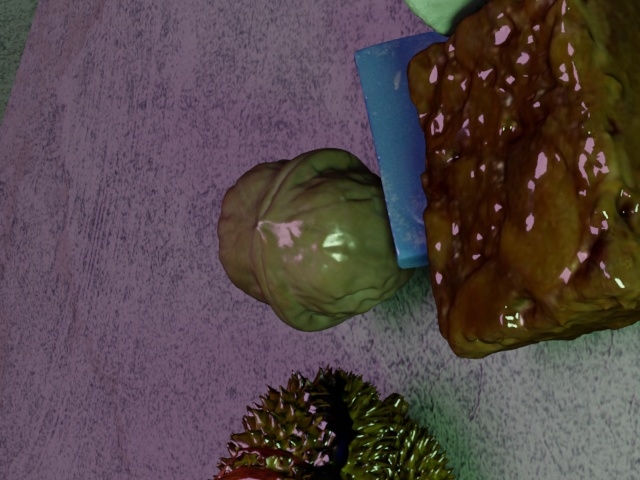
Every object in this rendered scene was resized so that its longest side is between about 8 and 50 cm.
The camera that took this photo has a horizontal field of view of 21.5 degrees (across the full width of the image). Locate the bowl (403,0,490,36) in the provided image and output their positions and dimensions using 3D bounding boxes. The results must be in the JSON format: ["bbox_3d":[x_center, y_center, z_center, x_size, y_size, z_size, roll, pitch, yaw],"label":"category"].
[{"bbox_3d":[0.193,-0.406,1.999,0.146,0.313,0.313,-9,77,32],"label":"bowl"}]

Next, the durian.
[{"bbox_3d":[0.009,0.348,2.088,0.384,0.347,0.347,-54,21,-25],"label":"durian"}]

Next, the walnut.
[{"bbox_3d":[-0.002,-0.002,2.226,0.227,0.273,0.273,-61,37,19],"label":"walnut"}]

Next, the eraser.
[{"bbox_3d":[0.138,-0.122,2.142,0.043,0.144,0.312,69,-171,-65],"label":"eraser"}]

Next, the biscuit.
[{"bbox_3d":[0.257,-0.084,1.906,0.342,0.166,0.395,-26,65,54],"label":"biscuit"}]
